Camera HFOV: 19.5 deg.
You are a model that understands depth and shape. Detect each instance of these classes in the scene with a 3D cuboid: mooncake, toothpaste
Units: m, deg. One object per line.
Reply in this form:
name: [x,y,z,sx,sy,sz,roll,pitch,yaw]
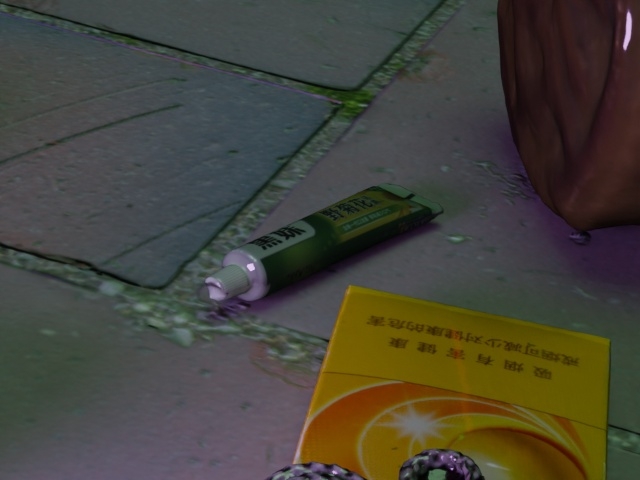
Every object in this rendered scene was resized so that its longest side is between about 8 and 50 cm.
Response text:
mooncake: [0.207,-0.146,1.178,0.155,0.284,0.284,0,29,-10]
toothpaste: [0.000,0.000,1.111,0.049,0.031,0.204,25,30,29]

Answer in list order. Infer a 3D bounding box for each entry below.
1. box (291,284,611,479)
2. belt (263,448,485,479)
box: [0.063,0.111,0.905,0.152,0.043,0.269,10,27,4]
belt: [0.023,0.211,0.618,0.126,0.094,0.359,0,33,5]
